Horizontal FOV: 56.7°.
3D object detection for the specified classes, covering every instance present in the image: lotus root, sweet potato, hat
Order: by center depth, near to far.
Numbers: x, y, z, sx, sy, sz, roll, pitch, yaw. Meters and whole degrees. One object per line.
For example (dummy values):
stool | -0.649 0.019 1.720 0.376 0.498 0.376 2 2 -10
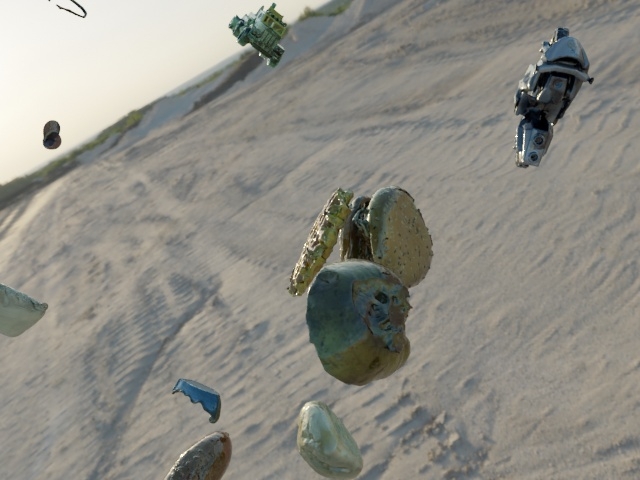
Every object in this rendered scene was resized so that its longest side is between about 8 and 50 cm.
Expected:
lotus root | 0.077 0.106 0.844 0.203 0.183 0.078 -16 -8 -46
sweet potato | -0.294 0.541 1.212 0.109 0.109 0.385 -15 27 37
hat | -0.756 -0.299 1.689 0.087 0.058 0.042 -69 -16 10

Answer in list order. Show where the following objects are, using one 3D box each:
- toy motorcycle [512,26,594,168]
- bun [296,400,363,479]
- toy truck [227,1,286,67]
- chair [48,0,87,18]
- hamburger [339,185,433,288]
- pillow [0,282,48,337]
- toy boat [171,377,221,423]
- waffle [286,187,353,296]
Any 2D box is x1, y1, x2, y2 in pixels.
toy motorcycle | 0.425 -0.267 1.109 0.106 0.270 0.159 13 10 2
bun | 0.009 0.427 1.238 0.102 0.183 0.183 -37 19 -3
toy truck | -0.156 -0.571 1.597 0.135 0.128 0.259 -49 28 18
chair | -0.509 -0.315 0.791 0.160 0.326 0.170 38 109 41
hamburger | 0.190 0.018 1.785 0.195 0.318 0.277 -12 24 36
pillow | -0.615 0.100 1.052 0.128 0.229 0.051 -39 34 28
toy boat | -0.344 0.454 1.681 0.185 0.075 0.077 12 81 37
waffle | 0.000 0.000 1.560 0.302 0.068 0.325 121 172 -56
